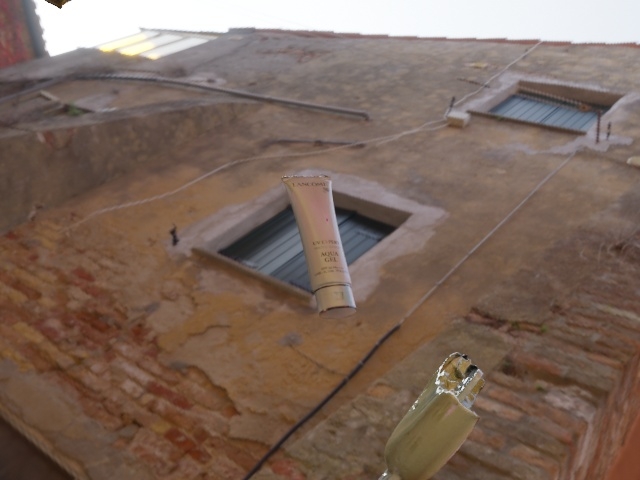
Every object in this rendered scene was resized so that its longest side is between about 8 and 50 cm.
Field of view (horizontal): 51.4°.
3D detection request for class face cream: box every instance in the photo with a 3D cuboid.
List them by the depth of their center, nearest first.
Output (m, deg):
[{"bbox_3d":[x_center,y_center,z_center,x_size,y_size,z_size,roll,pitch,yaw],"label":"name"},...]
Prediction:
[{"bbox_3d":[0.000,0.000,0.463,0.020,0.038,0.115,110,-28,-54],"label":"face cream"}]

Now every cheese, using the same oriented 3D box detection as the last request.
[{"bbox_3d":[0.082,0.209,0.638,0.049,0.235,0.127,40,-3,6],"label":"cheese"}]

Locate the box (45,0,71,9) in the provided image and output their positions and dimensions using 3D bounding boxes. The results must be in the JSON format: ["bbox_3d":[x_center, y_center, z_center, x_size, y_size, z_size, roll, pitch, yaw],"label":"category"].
[{"bbox_3d":[-0.406,-0.470,1.047,0.041,0.050,0.207,24,-46,-2],"label":"box"}]
